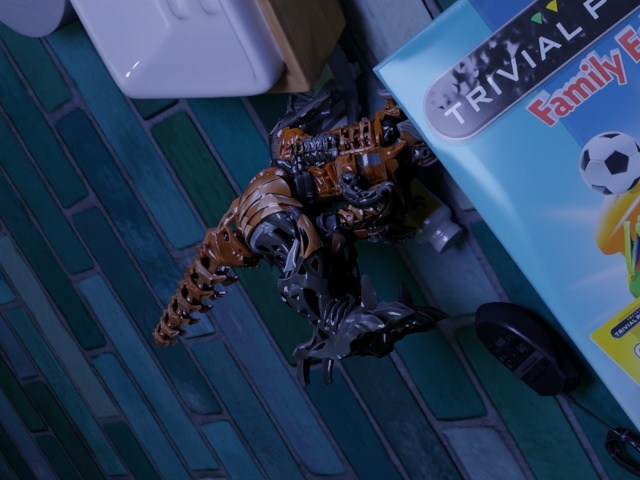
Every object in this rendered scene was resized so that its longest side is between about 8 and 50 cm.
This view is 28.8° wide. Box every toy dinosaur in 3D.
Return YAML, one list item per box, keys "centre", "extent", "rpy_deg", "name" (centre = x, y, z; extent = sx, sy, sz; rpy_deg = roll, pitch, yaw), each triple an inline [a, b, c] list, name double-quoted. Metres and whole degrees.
- centre: [0.000, 0.000, 1.076]
  extent: [0.322, 0.164, 0.218]
  rpy_deg: [-39, 75, 34]
  name: "toy dinosaur"

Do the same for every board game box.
- centre: [0.232, -0.046, 0.743]
  extent: [0.254, 0.079, 0.336]
  rpy_deg: [-38, 80, 14]
  name: "board game box"

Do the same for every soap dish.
- centre: [-0.118, -0.240, 1.088]
  extent: [0.291, 0.118, 0.229]
  rpy_deg: [8, 130, 55]
  name: "soap dish"

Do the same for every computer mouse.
- centre: [0.236, 0.135, 1.104]
  extent: [0.242, 0.041, 0.071]
  rpy_deg: [42, 153, 5]
  name: "computer mouse"

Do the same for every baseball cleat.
- centre: [-0.014, -0.088, 1.135]
  extent: [0.072, 0.109, 0.205]
  rpy_deg: [29, 137, 43]
  name: "baseball cleat"

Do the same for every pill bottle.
- centre: [0.088, -0.026, 1.125]
  extent: [0.083, 0.043, 0.043]
  rpy_deg: [43, 144, 16]
  name: "pill bottle"

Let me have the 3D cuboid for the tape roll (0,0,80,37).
- centre: [-0.315, -0.329, 1.318]
  extent: [0.219, 0.072, 0.219]
  rpy_deg: [31, 140, 31]
  name: "tape roll"
